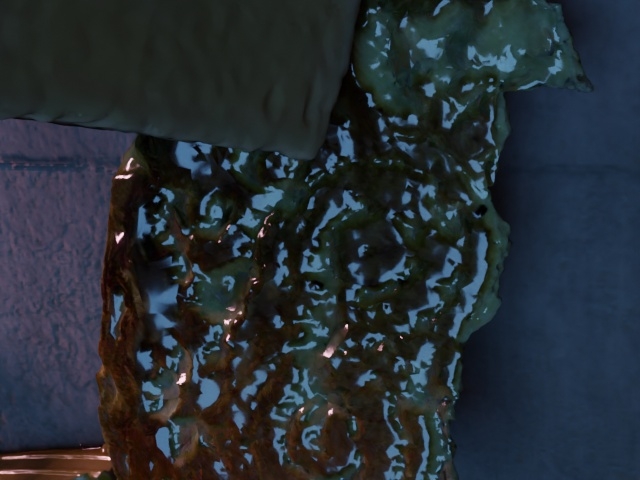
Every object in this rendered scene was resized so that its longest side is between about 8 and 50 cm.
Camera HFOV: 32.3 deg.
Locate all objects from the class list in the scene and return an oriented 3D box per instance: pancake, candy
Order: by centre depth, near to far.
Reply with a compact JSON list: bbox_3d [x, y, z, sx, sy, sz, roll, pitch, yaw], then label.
[{"bbox_3d":[-0.111,-0.141,0.528,0.135,0.321,0.179,14,97,34],"label":"candy"},{"bbox_3d":[-0.005,-0.001,0.696,0.305,0.067,0.426,18,103,25],"label":"pancake"}]

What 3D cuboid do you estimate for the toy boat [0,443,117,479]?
[{"bbox_3d":[-0.288,0.236,0.893,0.310,0.115,0.089,-11,107,23],"label":"toy boat"}]
